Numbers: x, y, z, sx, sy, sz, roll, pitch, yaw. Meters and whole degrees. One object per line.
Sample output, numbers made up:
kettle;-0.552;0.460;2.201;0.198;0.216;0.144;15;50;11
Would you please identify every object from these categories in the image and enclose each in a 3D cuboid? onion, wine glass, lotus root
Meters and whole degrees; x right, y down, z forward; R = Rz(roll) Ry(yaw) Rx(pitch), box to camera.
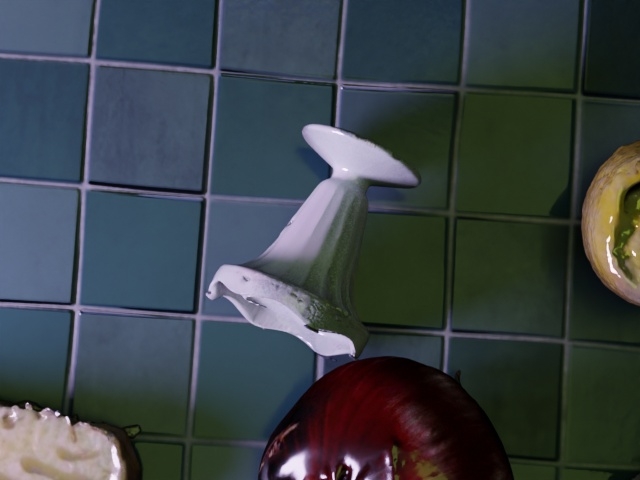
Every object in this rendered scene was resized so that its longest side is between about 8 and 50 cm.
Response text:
onion;0.080;0.231;1.485;0.273;0.285;0.273;13;112;35
wine glass;0.000;0.000;1.540;0.165;0.165;0.197;23;77;-1
lotus root;-0.306;0.229;1.543;0.260;0.074;0.170;4;88;-2

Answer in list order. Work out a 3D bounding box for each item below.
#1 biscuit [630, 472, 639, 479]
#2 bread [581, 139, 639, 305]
biscuit;0.441;0.406;1.569;0.144;0.078;0.426;-35;89;-6
bread;0.354;-0.017;1.550;0.197;0.170;0.197;0;94;6
